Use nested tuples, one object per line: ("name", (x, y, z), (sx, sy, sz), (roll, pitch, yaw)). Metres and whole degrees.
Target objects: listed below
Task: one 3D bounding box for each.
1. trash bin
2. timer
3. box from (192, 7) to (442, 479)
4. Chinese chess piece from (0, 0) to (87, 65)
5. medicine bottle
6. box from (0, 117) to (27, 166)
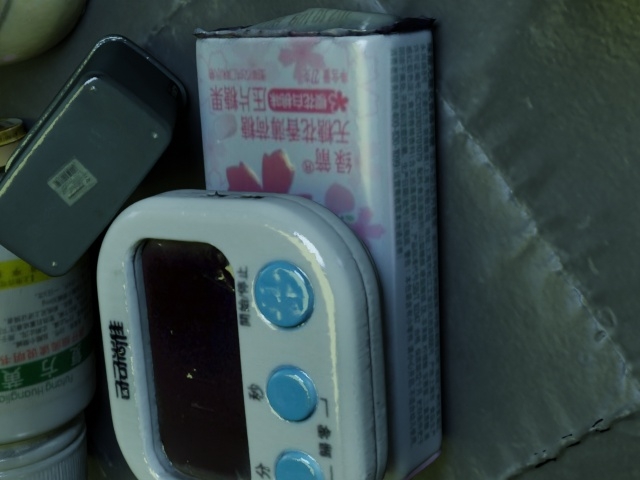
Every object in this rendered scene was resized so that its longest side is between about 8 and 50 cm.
("trash bin", (-0.199, -0.081, 0.891), (0.101, 0.236, 0.177), (39, 98, -16))
("timer", (-0.059, 0.089, 0.791), (0.237, 0.087, 0.262), (5, 105, 34))
("box", (0.000, 0.000, 0.845), (0.190, 0.112, 0.370), (5, 107, 34))
("Chinese chess piece", (-0.333, -0.294, 1.010), (0.251, 0.097, 0.251), (11, 110, 34))
("medicine bottle", (-0.339, 0.114, 1.072), (0.208, 0.208, 0.340), (13, 111, 33))
("box", (-0.359, -0.098, 1.086), (0.105, 0.105, 0.037), (5, 113, 36))
